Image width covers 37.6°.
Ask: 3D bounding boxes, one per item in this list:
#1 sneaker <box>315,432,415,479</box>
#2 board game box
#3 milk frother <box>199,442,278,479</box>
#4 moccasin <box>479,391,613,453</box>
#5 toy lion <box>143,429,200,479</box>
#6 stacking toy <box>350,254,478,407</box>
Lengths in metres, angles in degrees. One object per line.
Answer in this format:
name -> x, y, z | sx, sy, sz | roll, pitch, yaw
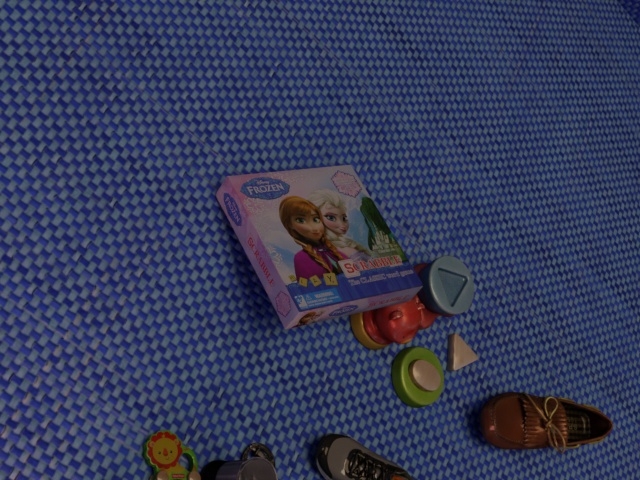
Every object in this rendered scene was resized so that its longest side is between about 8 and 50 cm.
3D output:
sneaker -> 0.105, 0.455, 1.835 | 0.271, 0.108, 0.100 | 35, 60, -23
board game box -> 0.000, 0.000, 1.836 | 0.319, 0.066, 0.318 | -9, 59, -39
milk frother -> -0.119, 0.410, 1.659 | 0.129, 0.135, 0.143 | 37, 58, -24
moccasin -> 0.515, 0.417, 2.130 | 0.380, 0.147, 0.139 | 17, 67, -33
toy lion -> -0.260, 0.378, 1.631 | 0.100, 0.034, 0.096 | 11, 63, -35
stacking toy -> 0.245, 0.190, 2.002 | 0.309, 0.130, 0.279 | -31, 96, -38
